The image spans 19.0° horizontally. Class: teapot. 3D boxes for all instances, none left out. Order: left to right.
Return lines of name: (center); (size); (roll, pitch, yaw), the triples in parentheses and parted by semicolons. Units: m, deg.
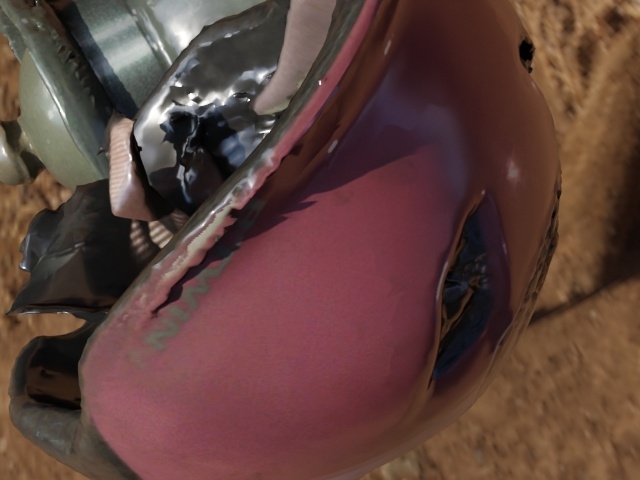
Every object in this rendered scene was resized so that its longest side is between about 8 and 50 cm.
teapot: (-0.085, -0.143, 1.108); (0.285, 0.223, 0.305); (-30, 101, -9)

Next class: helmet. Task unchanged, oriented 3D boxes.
helmet: (0.000, 0.000, 0.614); (0.154, 0.198, 0.253); (33, 150, -21)
